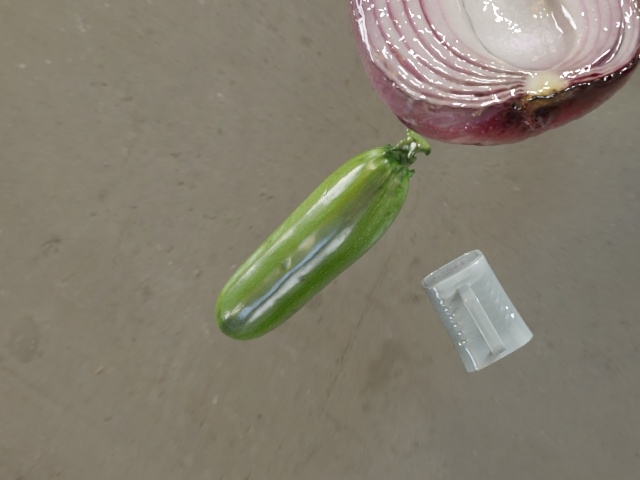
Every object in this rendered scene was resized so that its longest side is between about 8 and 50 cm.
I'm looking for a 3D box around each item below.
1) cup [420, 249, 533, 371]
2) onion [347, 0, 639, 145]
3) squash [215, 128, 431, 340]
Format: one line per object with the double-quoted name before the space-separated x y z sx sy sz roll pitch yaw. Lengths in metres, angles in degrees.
"cup" 0.194 0.092 1.543 0.095 0.128 0.129 -31 97 5
"onion" 0.126 -0.200 0.987 0.227 0.120 0.284 -8 67 -8
"squash" 0.000 0.000 1.513 0.101 0.101 0.379 44 118 0
